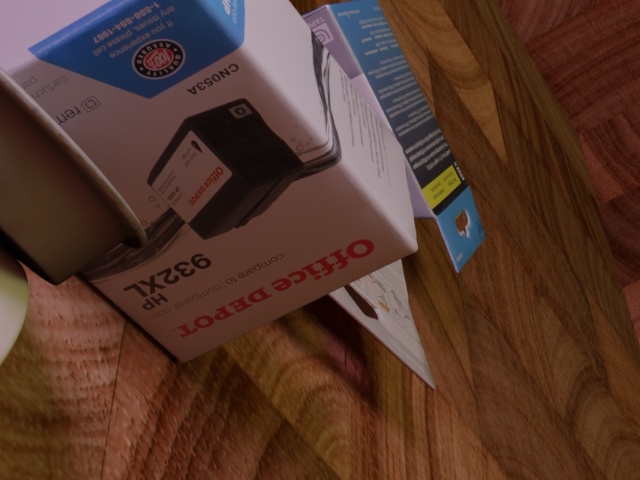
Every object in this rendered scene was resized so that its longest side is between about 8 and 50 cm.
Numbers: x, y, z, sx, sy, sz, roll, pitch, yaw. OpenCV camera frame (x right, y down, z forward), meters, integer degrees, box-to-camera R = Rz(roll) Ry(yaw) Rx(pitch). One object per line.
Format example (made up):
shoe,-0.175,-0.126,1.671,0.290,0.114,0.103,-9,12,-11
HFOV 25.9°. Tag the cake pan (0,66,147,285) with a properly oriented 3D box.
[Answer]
cake pan,-0.218,-0.077,0.747,0.293,0.054,0.293,39,-11,9

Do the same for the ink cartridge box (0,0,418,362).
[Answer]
ink cartridge box,-0.101,-0.074,1.010,0.307,0.223,0.129,48,25,-40

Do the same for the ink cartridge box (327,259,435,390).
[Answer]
ink cartridge box,0.000,0.000,1.430,0.296,0.066,0.261,44,26,-44

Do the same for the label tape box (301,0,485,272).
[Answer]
label tape box,0.073,-0.121,1.725,0.348,0.115,0.249,65,19,-4

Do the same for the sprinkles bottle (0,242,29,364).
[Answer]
sprinkles bottle,-0.290,-0.050,0.631,0.355,0.121,0.121,49,23,-36
